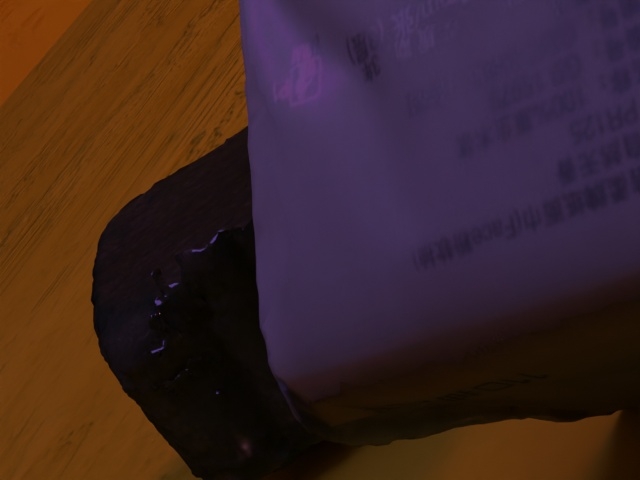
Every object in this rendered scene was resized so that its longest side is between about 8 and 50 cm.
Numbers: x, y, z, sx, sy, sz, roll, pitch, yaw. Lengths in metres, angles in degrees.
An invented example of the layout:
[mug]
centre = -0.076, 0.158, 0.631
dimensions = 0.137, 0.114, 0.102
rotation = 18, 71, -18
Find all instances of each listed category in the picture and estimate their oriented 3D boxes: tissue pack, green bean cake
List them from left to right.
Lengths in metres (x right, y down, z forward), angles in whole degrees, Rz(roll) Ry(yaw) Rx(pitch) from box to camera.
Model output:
[green bean cake]
centre = 0.000, 0.000, 0.861
dimensions = 0.227, 0.125, 0.222
rotation = -39, 16, 6
[tissue pack]
centre = 0.162, -0.135, 0.501
dimensions = 0.405, 0.205, 0.332
rotation = -21, 71, 47
